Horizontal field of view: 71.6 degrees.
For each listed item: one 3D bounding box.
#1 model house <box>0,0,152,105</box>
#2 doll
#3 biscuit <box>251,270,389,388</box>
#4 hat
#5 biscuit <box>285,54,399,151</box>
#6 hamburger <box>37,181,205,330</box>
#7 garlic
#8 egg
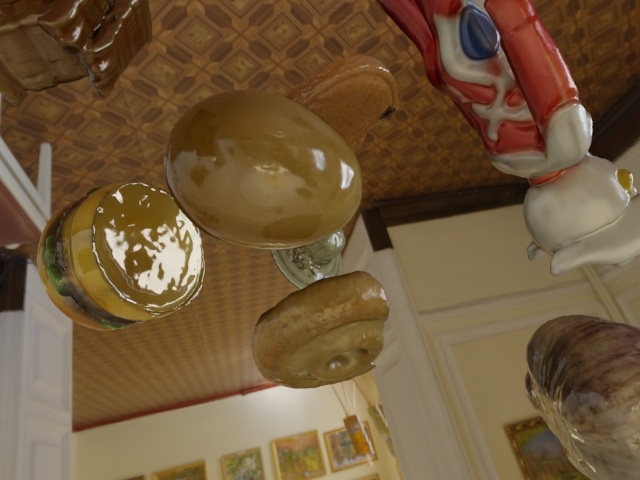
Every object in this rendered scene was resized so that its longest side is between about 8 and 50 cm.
[{"bbox_3d":[-0.337,-0.297,0.569,0.229,0.219,0.199,-25,169,-19],"label":"model house"},{"bbox_3d":[0.146,-0.124,0.366,0.099,0.384,0.188,-35,-170,11],"label":"doll"},{"bbox_3d":[0.000,0.165,0.705,0.213,0.091,0.274,-15,145,-6],"label":"biscuit"},{"bbox_3d":[0.000,0.000,1.100,0.252,0.252,0.110,11,150,-42],"label":"hat"},{"bbox_3d":[-0.006,-0.276,1.132,0.455,0.078,0.350,-40,152,30],"label":"biscuit"},{"bbox_3d":[-0.539,0.039,1.186,0.277,0.395,0.396,-16,156,27],"label":"hamburger"},{"bbox_3d":[0.231,0.127,0.349,0.102,0.147,0.159,-23,157,6],"label":"garlic"},{"bbox_3d":[-0.089,-0.109,0.725,0.322,0.250,0.250,12,151,-2],"label":"egg"}]
